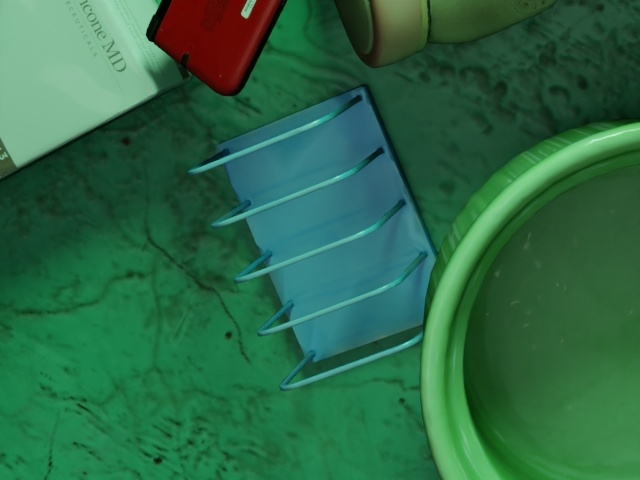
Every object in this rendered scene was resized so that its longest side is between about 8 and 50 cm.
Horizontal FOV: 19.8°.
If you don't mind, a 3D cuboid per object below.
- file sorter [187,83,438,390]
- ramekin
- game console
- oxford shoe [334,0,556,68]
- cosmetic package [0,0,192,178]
[{"bbox_3d":[0.000,0.000,1.242,0.118,0.104,0.170,-21,96,19],"label":"file sorter"},{"bbox_3d":[0.204,0.065,1.139,0.303,0.148,0.303,-1,102,-3],"label":"ramekin"},{"bbox_3d":[-0.046,-0.180,1.200,0.124,0.085,0.144,39,112,29],"label":"game console"},{"bbox_3d":[0.052,-0.316,1.160,0.146,0.140,0.397,-12,97,-11],"label":"oxford shoe"},{"bbox_3d":[-0.221,-0.108,1.289,0.231,0.085,0.117,-27,95,21],"label":"cosmetic package"}]
